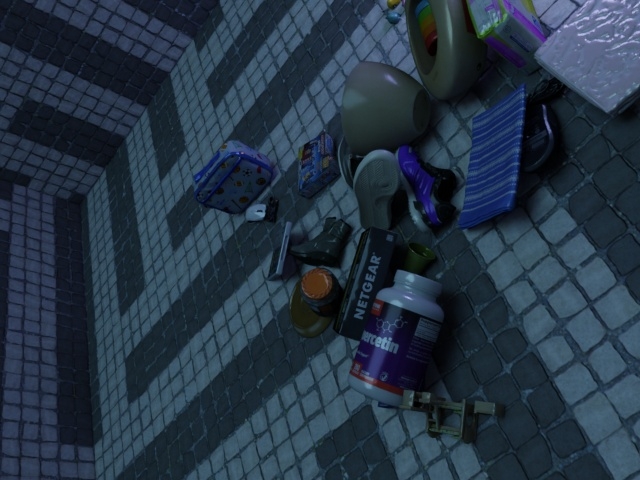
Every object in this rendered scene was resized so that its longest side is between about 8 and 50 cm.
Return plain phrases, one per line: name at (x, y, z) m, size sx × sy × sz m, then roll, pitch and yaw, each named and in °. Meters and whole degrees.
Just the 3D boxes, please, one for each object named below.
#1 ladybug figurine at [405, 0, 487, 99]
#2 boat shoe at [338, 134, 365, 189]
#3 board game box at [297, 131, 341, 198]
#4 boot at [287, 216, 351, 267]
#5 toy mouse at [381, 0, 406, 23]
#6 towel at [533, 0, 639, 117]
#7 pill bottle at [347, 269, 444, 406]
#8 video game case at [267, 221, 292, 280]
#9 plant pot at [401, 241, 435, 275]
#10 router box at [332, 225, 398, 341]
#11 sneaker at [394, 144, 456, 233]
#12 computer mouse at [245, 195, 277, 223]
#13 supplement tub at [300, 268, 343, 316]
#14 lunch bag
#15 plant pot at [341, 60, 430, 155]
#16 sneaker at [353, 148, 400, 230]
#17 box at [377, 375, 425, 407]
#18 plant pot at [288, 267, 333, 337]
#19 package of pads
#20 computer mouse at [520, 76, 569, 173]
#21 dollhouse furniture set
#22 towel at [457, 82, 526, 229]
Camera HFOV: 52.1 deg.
ladybug figurine at (0.361, -0.615, 1.875) m, size 0.305 × 0.162 × 0.449 m, roll 109°, pitch 151°, yaw -69°
boat shoe at (0.131, -0.326, 2.115) m, size 0.095 × 0.112 × 0.335 m, roll -23°, pitch 53°, yaw 48°
board game box at (0.004, -0.269, 2.282) m, size 0.194 × 0.060 × 0.194 m, roll -22°, pitch 58°, yaw 42°
boot at (0.000, 0.000, 2.170) m, size 0.247 × 0.083 × 0.161 m, roll 6°, pitch 66°, yaw 51°
toy mouse at (0.266, -0.792, 2.230) m, size 0.161 × 0.031 × 0.143 m, roll -34°, pitch 50°, yaw 36°
towel at (0.706, -0.476, 1.516) m, size 0.332 × 0.053 × 0.317 m, roll -43°, pitch 44°, yaw 17°
pill bottle at (0.199, 0.245, 1.659) m, size 0.181 × 0.182 × 0.322 m, roll 14°, pitch 83°, yaw 52°
video game case at (-0.142, 0.042, 2.275) m, size 0.201 × 0.023 × 0.183 m, roll 145°, pitch 137°, yaw -73°
plant pot at (0.263, 0.059, 1.816) m, size 0.083 × 0.083 × 0.079 m, roll 54°, pitch 127°, yaw 47°
router box at (0.122, 0.123, 1.846) m, size 0.243 × 0.081 × 0.308 m, roll 127°, pitch 160°, yaw -86°
sneaker at (0.311, -0.170, 1.851) m, size 0.146 × 0.102 × 0.293 m, roll -33°, pitch 54°, yaw 29°
computer mouse at (-0.238, -0.106, 2.510) m, size 0.193 × 0.042 × 0.106 m, roll -12°, pitch 66°, yaw 47°
supplement tub at (0.006, 0.155, 1.964) m, size 0.117 × 0.190 × 0.117 m, roll -3°, pitch 69°, yaw 9°
lunch bag at (-0.350, -0.236, 2.542) m, size 0.303 × 0.243 × 0.115 m, roll -45°, pitch 44°, yaw 27°
plant pot at (0.215, -0.387, 1.945) m, size 0.191 × 0.284 × 0.284 m, roll 9°, pitch 80°, yaw 31°
sneaker at (0.161, -0.174, 1.882) m, size 0.350 × 0.131 × 0.148 m, roll 93°, pitch -176°, yaw -59°
box at (0.223, 0.337, 1.762) m, size 0.136 × 0.037 × 0.225 m, roll -13°, pitch 64°, yaw 46°
plant pot at (-0.032, 0.199, 2.134) m, size 0.236 × 0.032 × 0.236 m, roll -25°, pitch 55°, yaw 42°
package of pads at (0.481, -0.609, 1.730) m, size 0.101 × 0.229 × 0.296 m, roll -33°, pitch 50°, yaw 37°
computer mouse at (0.546, -0.269, 1.634) m, size 0.188 × 0.072 × 0.272 m, roll -26°, pitch 42°, yaw 43°
dollhouse furniture set at (0.303, 0.417, 1.529) m, size 0.182 × 0.161 × 0.101 m, roll -8°, pitch 68°, yaw 49°
towel at (0.438, -0.205, 1.678) m, size 0.243 × 0.040 × 0.335 m, roll 147°, pitch 135°, yaw -70°
